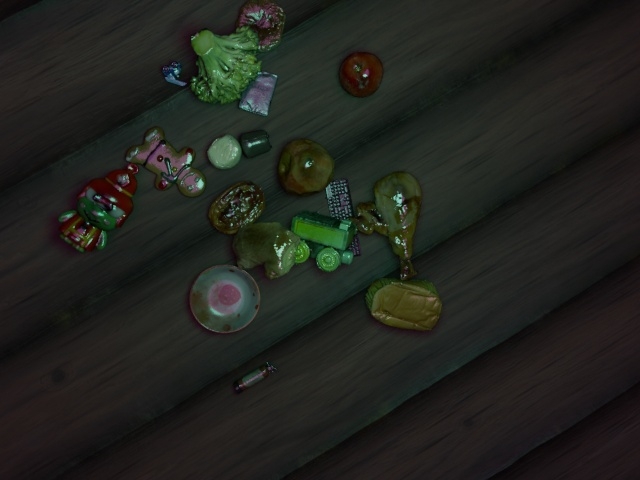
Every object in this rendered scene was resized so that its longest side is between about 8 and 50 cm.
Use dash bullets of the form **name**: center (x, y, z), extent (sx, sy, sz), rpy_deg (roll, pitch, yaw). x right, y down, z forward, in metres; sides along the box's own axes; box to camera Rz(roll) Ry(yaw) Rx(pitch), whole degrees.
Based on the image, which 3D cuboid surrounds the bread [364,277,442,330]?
- **bread**: center (0.320, 0.233, 1.976), extent (0.287, 0.156, 0.205), rpy_deg (6, 109, -7)

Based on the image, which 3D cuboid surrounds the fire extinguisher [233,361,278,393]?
- **fire extinguisher**: center (-0.252, 0.535, 1.985), extent (0.177, 0.050, 0.062), rpy_deg (-30, 79, -3)

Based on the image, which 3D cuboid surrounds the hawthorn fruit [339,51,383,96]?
- **hawthorn fruit**: center (0.150, -0.608, 1.867), extent (0.172, 0.173, 0.173), rpy_deg (-1, 95, -7)

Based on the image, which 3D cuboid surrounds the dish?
- **dish**: center (-0.359, 0.214, 1.926), extent (0.259, 0.085, 0.261), rpy_deg (-1, 97, -6)

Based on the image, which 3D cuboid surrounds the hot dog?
- **hot dog**: center (-0.308, -0.122, 1.896), extent (0.160, 0.099, 0.227), rpy_deg (44, 86, -9)

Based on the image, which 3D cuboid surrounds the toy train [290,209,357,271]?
- **toy train**: center (0.000, 0.000, 1.888), extent (0.271, 0.159, 0.189), rpy_deg (16, 106, 13)

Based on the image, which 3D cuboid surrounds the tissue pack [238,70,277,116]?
- **tissue pack**: center (-0.231, -0.549, 1.886), extent (0.112, 0.051, 0.157), rpy_deg (15, 93, -8)

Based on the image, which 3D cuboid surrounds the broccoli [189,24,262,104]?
- **broccoli**: center (-0.336, -0.625, 1.758), extent (0.247, 0.245, 0.289), rpy_deg (-2, 82, 15)

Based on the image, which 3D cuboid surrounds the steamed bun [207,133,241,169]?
- **steamed bun**: center (-0.346, -0.322, 1.871), extent (0.130, 0.091, 0.112), rpy_deg (-42, 89, 12)

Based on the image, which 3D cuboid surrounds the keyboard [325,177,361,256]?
- **keyboard**: center (0.086, -0.083, 1.985), extent (0.100, 0.018, 0.310), rpy_deg (-11, 96, -7)

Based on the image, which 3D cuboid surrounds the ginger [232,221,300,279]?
- **ginger**: center (-0.196, 0.040, 1.818), extent (0.275, 0.130, 0.222), rpy_deg (-23, 72, 25)

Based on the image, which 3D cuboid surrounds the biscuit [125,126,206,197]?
- **biscuit**: center (-0.551, -0.276, 1.876), extent (0.301, 0.049, 0.197), rpy_deg (41, 91, -10)

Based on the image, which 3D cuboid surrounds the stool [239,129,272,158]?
- **stool**: center (-0.241, -0.360, 1.883), extent (0.110, 0.096, 0.096), rpy_deg (-17, 97, -9)

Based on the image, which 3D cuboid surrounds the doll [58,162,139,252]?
- **doll**: center (-0.766, -0.126, 1.805), extent (0.182, 0.160, 0.363), rpy_deg (38, 87, -10)

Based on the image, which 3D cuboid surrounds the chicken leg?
- **chicken leg**: center (0.257, -0.047, 1.926), extent (0.294, 0.182, 0.410), rpy_deg (-10, 88, 7)

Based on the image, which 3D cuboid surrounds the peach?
- **peach**: center (-0.051, -0.269, 1.846), extent (0.214, 0.235, 0.215), rpy_deg (0, 88, -14)

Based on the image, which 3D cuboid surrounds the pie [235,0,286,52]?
- **pie**: center (-0.221, -0.794, 1.868), extent (0.194, 0.046, 0.196), rpy_deg (0, 95, -6)

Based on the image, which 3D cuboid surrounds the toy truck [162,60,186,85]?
- **toy truck**: center (-0.527, -0.601, 1.848), extent (0.073, 0.056, 0.090), rpy_deg (-27, 111, 0)
